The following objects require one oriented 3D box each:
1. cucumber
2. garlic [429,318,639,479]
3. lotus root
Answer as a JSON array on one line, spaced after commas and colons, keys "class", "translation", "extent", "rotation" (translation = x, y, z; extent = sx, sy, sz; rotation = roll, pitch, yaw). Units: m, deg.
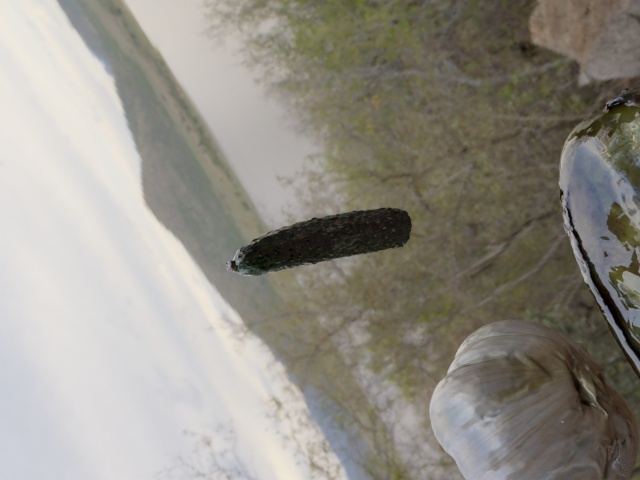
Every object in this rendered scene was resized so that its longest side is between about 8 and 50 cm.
[{"class": "cucumber", "translation": [0.000, 0.000, 1.182], "extent": [0.068, 0.294, 0.067], "rotation": [15, 110, 49]}, {"class": "garlic", "translation": [0.223, 0.177, 0.888], "extent": [0.228, 0.152, 0.227], "rotation": [24, -149, -15]}, {"class": "lotus root", "translation": [0.268, 0.023, 0.587], "extent": [0.152, 0.160, 0.274], "rotation": [-13, -105, -58]}]
